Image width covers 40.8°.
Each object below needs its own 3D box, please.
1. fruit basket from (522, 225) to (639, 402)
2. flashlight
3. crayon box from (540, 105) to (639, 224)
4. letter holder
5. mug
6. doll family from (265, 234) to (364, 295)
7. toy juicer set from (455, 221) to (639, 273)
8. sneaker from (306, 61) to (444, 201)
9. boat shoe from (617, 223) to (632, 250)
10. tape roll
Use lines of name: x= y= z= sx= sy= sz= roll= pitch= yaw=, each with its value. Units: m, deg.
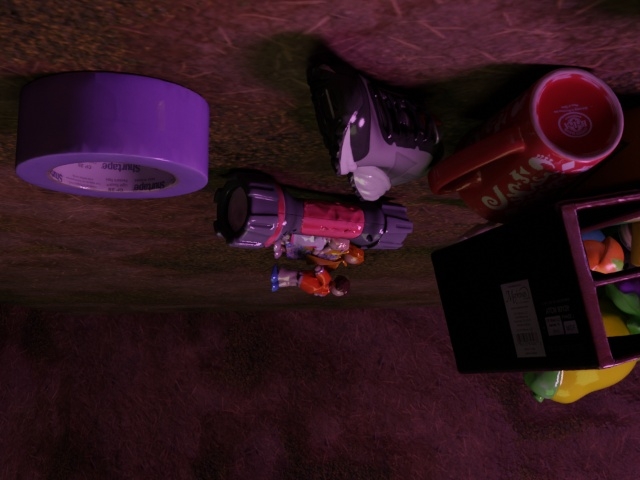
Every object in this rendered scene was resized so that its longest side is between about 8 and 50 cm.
fruit basket: x=0.509 y=0.119 z=1.525 sx=0.392 sy=0.282 sz=0.392 roll=-15 pitch=170 yaw=-3
flashlight: x=0.000 y=-0.032 z=1.221 sx=0.304 sy=0.103 sz=0.103 roll=5 pitch=138 yaw=-37
crayon box: x=0.360 y=-0.081 z=0.966 sx=0.203 sy=0.083 sz=0.323 roll=7 pitch=168 yaw=-36
letter holder: x=0.284 y=0.044 z=0.916 sx=0.215 sy=0.151 sz=0.302 roll=-11 pitch=174 yaw=-16
mug: x=0.198 y=-0.080 z=0.833 sx=0.150 sy=0.113 sz=0.169 roll=-44 pitch=179 yaw=-18
doll family: x=0.000 y=0.000 z=1.439 sx=0.163 sy=0.118 sz=0.263 roll=5 pitch=153 yaw=5
toy juicer set: x=0.319 y=0.022 z=1.220 sx=0.209 sy=0.089 sz=0.329 roll=-20 pitch=-164 yaw=-33
sneaker: x=0.057 y=-0.110 z=0.812 sx=0.108 sy=0.100 sz=0.271 roll=-17 pitch=170 yaw=12
boat shoe: x=0.592 y=0.008 z=1.219 sx=0.324 sy=0.122 sz=0.120 roll=13 pitch=169 yaw=-3
tape roll: x=-0.207 y=-0.100 z=0.868 sx=0.189 sy=0.080 sz=0.189 roll=-1 pitch=170 yaw=0
